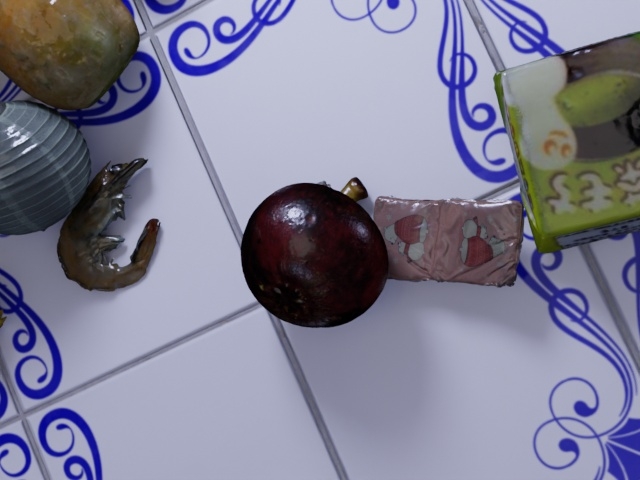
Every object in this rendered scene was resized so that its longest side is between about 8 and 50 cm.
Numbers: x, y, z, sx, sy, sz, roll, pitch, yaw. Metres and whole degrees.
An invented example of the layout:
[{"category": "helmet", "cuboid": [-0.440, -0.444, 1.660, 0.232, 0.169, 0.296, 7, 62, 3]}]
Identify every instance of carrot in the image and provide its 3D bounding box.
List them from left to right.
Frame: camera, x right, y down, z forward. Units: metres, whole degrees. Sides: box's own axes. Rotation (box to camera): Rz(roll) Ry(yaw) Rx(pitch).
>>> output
[{"category": "carrot", "cuboid": [-0.465, -0.373, 1.811, 0.341, 0.224, 0.224, 40, 101, -9]}]

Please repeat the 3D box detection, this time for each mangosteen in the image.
[{"category": "mangosteen", "cuboid": [0.000, 0.000, 1.724, 0.236, 0.235, 0.261, 17, 51, 16]}]

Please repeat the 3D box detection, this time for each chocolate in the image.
[{"category": "chocolate", "cuboid": [0.422, -0.151, 1.621, 0.301, 0.137, 0.288, -15, 86, 16]}]

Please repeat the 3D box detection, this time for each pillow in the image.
[{"category": "pillow", "cuboid": [0.194, 0.000, 1.718, 0.248, 0.049, 0.135, 2, 86, 32]}]

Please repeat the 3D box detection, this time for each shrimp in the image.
[{"category": "shrimp", "cuboid": [-0.345, -0.020, 1.892, 0.173, 0.058, 0.253, 43, 104, 4]}]

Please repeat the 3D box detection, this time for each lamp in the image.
[{"category": "lamp", "cuboid": [-0.505, -0.114, 1.849, 0.265, 0.233, 0.233, -16, 85, 10]}]

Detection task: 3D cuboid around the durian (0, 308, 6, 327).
[{"category": "durian", "cuboid": [-0.672, 0.156, 1.926, 0.261, 0.154, 0.186, -27, 88, -4]}]
